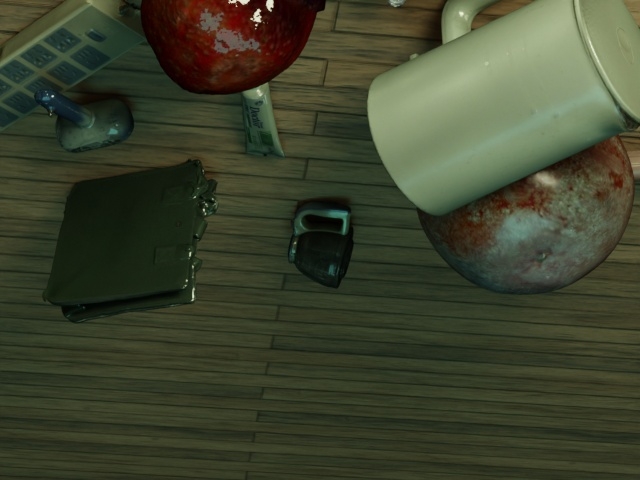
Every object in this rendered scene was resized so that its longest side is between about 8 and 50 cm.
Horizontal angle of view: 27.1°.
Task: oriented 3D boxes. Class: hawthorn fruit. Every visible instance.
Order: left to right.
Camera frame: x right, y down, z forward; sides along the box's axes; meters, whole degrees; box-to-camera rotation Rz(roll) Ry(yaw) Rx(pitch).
[{"bbox_3d":[-0.125,-0.282,1.672,0.215,0.215,0.250,16,153,-23],"label":"hawthorn fruit"}]

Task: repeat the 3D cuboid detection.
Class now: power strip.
[{"bbox_3d":[-0.385,-0.254,1.863,0.367,0.043,0.106,-25,141,36],"label":"power strip"}]

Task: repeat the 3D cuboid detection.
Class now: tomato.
[{"bbox_3d":[0.294,-0.074,1.935,0.317,0.282,0.316,-2,137,-1],"label":"tomato"}]

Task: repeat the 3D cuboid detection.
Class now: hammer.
[{"bbox_3d":[-0.356,-0.181,1.915,0.116,0.069,0.194,-10,167,17],"label":"hammer"}]

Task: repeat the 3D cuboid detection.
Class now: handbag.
[{"bbox_3d":[-0.294,0.002,2.090,0.260,0.247,0.079,-10,142,20],"label":"handbag"}]

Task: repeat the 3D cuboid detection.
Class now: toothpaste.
[{"bbox_3d":[-0.091,-0.182,1.981,0.064,0.041,0.218,9,153,8],"label":"toothpaste"}]

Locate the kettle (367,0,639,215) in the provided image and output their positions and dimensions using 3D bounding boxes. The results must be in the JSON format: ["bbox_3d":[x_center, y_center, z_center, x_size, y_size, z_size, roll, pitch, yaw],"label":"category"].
[{"bbox_3d":[0.246,-0.199,1.685,0.318,0.265,0.205,-25,119,34],"label":"kettle"}]

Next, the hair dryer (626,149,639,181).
[{"bbox_3d":[0.521,-0.112,2.048,0.344,0.106,0.189,-2,152,23],"label":"hair dryer"}]

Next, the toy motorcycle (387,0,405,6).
[{"bbox_3d":[0.111,-0.358,1.653,0.205,0.076,0.114,1,140,3],"label":"toy motorcycle"}]

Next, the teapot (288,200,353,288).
[{"bbox_3d":[-0.003,0.010,2.234,0.108,0.111,0.149,14,155,6],"label":"teapot"}]
